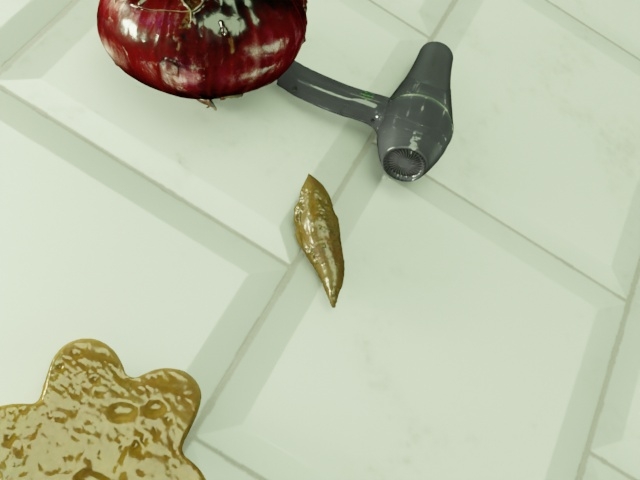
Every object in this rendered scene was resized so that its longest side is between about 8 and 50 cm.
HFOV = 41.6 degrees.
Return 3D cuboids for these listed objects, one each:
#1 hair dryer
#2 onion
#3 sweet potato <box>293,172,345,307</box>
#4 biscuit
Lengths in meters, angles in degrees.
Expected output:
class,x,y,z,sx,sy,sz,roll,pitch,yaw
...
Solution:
class,x,y,z,sx,sy,sz,roll,pitch,yaw
hair dryer,0.050,-0.261,1.355,0.361,0.121,0.301,21,48,-3
onion,-0.170,-0.311,1.226,0.314,0.232,0.313,4,42,-4
sweet potato,0.000,0.000,1.206,0.068,0.060,0.205,-20,67,11
biscuit,-0.266,0.286,0.938,0.275,0.052,0.354,18,59,-8
